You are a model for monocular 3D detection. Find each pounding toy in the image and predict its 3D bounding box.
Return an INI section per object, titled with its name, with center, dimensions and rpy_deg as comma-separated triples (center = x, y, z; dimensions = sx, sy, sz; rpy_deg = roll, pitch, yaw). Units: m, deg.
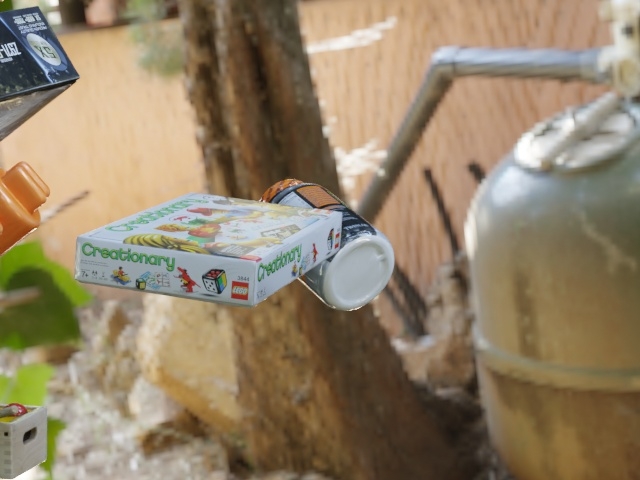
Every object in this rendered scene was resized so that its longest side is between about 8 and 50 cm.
[pounding toy]
center = -0.413, 0.241, 1.842
dimensions = 0.130, 0.100, 0.141
rpy_deg = 2, 6, 12

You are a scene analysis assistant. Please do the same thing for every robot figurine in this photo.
[robot figurine]
center = -0.534, -0.032, 2.318
dimensions = 0.219, 0.128, 0.158
rpy_deg = -37, 52, 8

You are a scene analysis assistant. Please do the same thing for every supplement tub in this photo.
[supplement tub]
center = 0.000, 0.000, 1.905
dimensions = 0.117, 0.117, 0.190
rpy_deg = -15, 34, -29

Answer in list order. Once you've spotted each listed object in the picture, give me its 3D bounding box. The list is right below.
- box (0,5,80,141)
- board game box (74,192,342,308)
[box]
center = -0.324, -0.116, 1.259
dimensions = 0.180, 0.077, 0.147
rpy_deg = -32, -2, 30
[board game box]
center = -0.111, 0.005, 1.579
dimensions = 0.193, 0.053, 0.305
rpy_deg = 8, 12, 15
